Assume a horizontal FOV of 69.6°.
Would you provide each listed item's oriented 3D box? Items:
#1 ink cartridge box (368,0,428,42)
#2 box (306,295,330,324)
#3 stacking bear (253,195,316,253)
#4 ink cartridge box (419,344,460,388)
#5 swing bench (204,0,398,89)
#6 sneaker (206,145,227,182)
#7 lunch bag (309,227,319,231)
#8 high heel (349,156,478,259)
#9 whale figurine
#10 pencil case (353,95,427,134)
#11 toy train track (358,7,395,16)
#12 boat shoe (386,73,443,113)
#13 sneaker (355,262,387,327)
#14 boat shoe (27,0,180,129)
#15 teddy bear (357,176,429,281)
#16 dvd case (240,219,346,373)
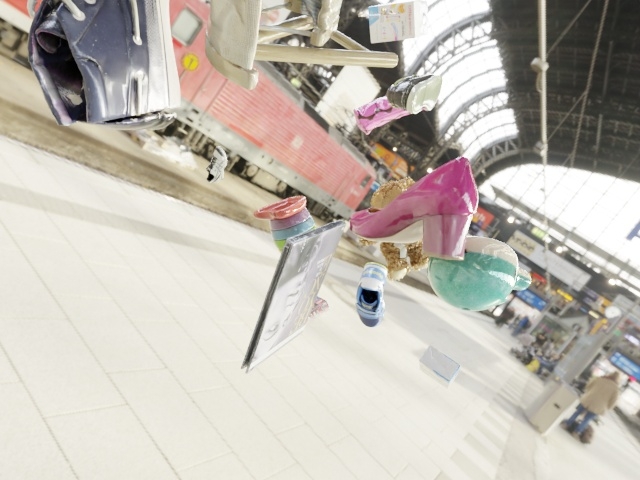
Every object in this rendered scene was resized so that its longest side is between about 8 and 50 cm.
[{"bbox_3d":[0.213,-0.589,1.234,0.143,0.092,0.090,5,29,26],"label":"ink cartridge box"},{"bbox_3d":[-0.059,0.169,1.051,0.094,0.137,0.027,17,-48,60],"label":"box"},{"bbox_3d":[-0.082,0.010,1.556,0.175,0.164,0.289,1,-65,49],"label":"stacking bear"},{"bbox_3d":[0.167,0.180,0.648,0.048,0.028,0.083,33,-14,25],"label":"ink cartridge box"},{"bbox_3d":[-0.016,-0.331,0.500,0.254,0.253,0.165,-23,54,-37],"label":"swing bench"},{"bbox_3d":[-0.216,-0.153,0.948,0.037,0.083,0.032,-26,52,-39],"label":"sneaker"},{"bbox_3d":[0.000,0.000,1.400,0.098,0.067,0.065,82,-3,-59],"label":"lunch bag"},{"bbox_3d":[0.179,-0.079,0.957,0.127,0.181,0.377,2,8,-30],"label":"high heel"},{"bbox_3d":[0.327,0.097,0.978,0.216,0.141,0.272,4,-25,28],"label":"whale figurine"},{"bbox_3d":[0.200,-0.369,1.298,0.095,0.209,0.098,55,19,-45],"label":"pencil case"},{"bbox_3d":[0.111,-0.448,0.903,0.083,0.014,0.048,-18,29,-25],"label":"toy train track"},{"bbox_3d":[0.219,-0.338,1.044,0.068,0.081,0.228,22,29,21],"label":"boat shoe"},{"bbox_3d":[0.085,0.107,0.803,0.053,0.144,0.059,8,40,14],"label":"sneaker"},{"bbox_3d":[-0.269,-0.295,0.544,0.127,0.340,0.158,0,21,21],"label":"boat shoe"},{"bbox_3d":[0.242,-0.031,1.430,0.338,0.245,0.113,52,8,-24],"label":"teddy bear"},{"bbox_3d":[-0.038,0.081,0.698,0.018,0.221,0.164,30,23,19],"label":"dvd case"}]
